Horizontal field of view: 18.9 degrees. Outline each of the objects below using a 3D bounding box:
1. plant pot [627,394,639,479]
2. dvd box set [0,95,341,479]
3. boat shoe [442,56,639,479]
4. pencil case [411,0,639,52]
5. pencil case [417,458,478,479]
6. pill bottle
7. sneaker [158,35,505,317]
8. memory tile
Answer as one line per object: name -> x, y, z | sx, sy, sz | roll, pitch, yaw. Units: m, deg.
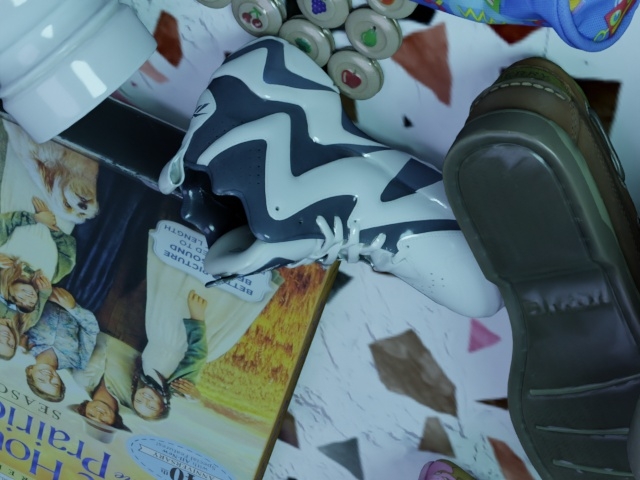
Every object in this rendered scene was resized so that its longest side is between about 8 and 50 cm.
plant pot -> 0.296, 0.004, 0.951 | 0.256, 0.256, 0.274 | 15, 119, 24
dvd box set -> -0.165, 0.068, 1.424 | 0.307, 0.062, 0.420 | 25, 138, 5
boat shoe -> 0.165, 0.034, 1.156 | 0.110, 0.104, 0.307 | -1, 125, 25
pencil case -> 0.026, -0.188, 1.029 | 0.306, 0.119, 0.133 | 15, 176, 23
pencil case -> 0.224, 0.273, 1.291 | 0.386, 0.167, 0.160 | 16, 102, 23
pill bottle -> -0.213, -0.179, 1.202 | 0.131, 0.131, 0.229 | -25, 110, 46
sneaker -> 0.000, 0.000, 1.187 | 0.235, 0.153, 0.094 | 45, 149, -12
memory tile -> -0.014, -0.156, 1.174 | 0.148, 0.012, 0.113 | 33, 139, 6
